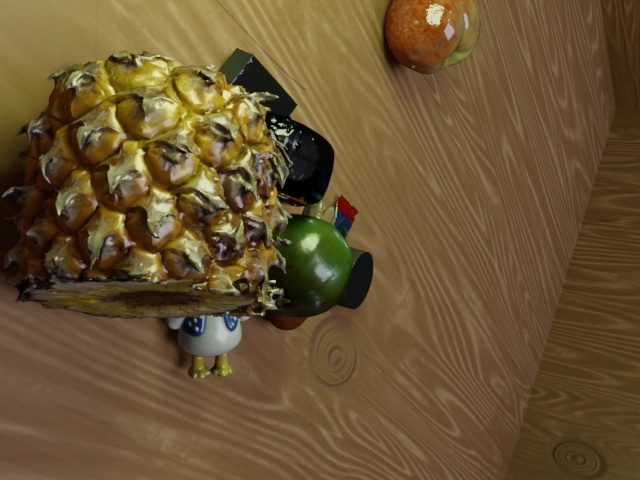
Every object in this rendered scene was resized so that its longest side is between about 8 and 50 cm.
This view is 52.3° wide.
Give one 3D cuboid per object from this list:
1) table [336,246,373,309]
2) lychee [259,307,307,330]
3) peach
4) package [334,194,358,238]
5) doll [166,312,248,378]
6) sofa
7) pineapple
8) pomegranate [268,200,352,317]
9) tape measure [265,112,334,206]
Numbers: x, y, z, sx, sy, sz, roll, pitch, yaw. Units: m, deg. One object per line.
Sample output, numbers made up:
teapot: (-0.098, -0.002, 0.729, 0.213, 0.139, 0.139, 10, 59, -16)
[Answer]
table: (0.070, 0.084, 1.440, 0.133, 0.043, 0.133, -38, 136, -49)
lychee: (-0.068, 0.108, 1.217, 0.140, 0.115, 0.101, 81, 11, -52)
peach: (0.239, -0.491, 1.455, 0.233, 0.233, 0.232, -18, 112, -52)
package: (0.026, 0.007, 1.395, 0.083, 0.022, 0.200, 42, 65, -50)
doll: (-0.177, 0.080, 1.041, 0.138, 0.119, 0.293, -2, 103, -19)
sofa: (-0.116, -0.248, 1.113, 0.085, 0.060, 0.147, -56, 141, -5)
pineapple: (-0.195, -0.053, 0.802, 0.352, 0.353, 0.300, 24, 69, -54)
pomegranate: (-0.028, 0.021, 1.120, 0.187, 0.187, 0.225, 63, 35, -40)
tape measure: (-0.083, -0.135, 1.049, 0.223, 0.202, 0.135, 26, 80, -62)
